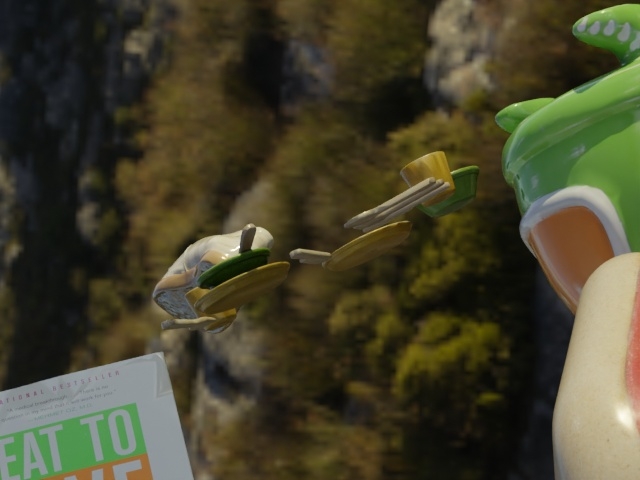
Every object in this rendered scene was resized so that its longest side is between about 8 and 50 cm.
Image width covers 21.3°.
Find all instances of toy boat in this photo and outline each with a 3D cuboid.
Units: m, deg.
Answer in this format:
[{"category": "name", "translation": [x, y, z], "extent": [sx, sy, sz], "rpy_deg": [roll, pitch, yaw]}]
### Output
[{"category": "toy boat", "translation": [0.193, 0.106, 0.811], "extent": [0.231, 0.151, 0.151], "rpy_deg": [-64, -30, -58]}]

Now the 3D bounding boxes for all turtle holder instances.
[{"category": "turtle holder", "translation": [0.283, -0.030, 1.100], "extent": [0.243, 0.320, 0.227], "rpy_deg": [-35, 68, 52]}]

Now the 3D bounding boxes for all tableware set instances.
[{"category": "tableware set", "translation": [0.000, 0.000, 0.797], "extent": [0.154, 0.104, 0.024], "rpy_deg": [-29, 78, 16]}]

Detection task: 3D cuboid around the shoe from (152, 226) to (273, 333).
[{"category": "shoe", "translation": [-0.096, 0.036, 1.573], "extent": [0.058, 0.076, 0.219], "rpy_deg": [-57, 10, -22]}]

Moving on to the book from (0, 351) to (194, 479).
[{"category": "book", "translation": [-0.094, 0.120, 0.678], "extent": [0.035, 0.096, 0.144], "rpy_deg": [89, 167, -50]}]
